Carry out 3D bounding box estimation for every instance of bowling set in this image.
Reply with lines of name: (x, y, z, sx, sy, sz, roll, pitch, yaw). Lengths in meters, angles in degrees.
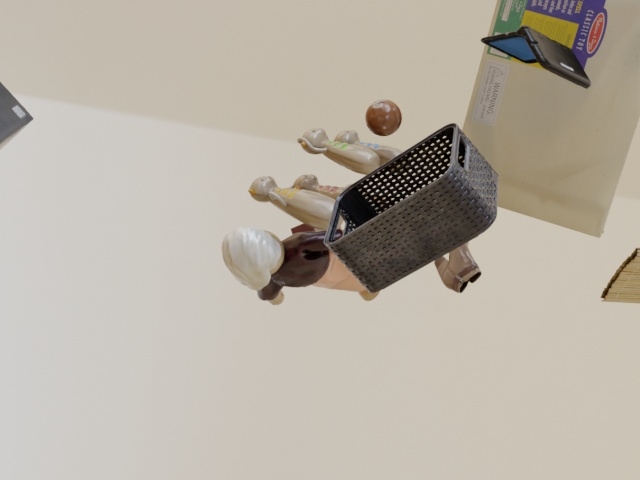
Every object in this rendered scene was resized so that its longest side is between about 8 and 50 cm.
bowling set: (0.041, -0.125, 1.551, 0.287, 0.154, 0.200, 2, 108, -60)

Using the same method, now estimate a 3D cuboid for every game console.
game console: (0.299, -0.246, 1.435, 0.071, 0.122, 0.107, -42, -126, 32)

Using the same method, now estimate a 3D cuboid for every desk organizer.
desk organizer: (0.000, 0.000, 1.802, 0.130, 0.047, 0.050, 10, 60, -65)

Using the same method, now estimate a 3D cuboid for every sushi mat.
sushi mat: (0.692, 0.077, 1.923, 0.151, 0.316, 0.019, 109, -19, -49)

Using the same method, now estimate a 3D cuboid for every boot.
boot: (0.257, 0.034, 1.848, 0.118, 0.042, 0.087, -55, -132, 14)

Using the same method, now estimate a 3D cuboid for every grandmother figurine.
grandmother figurine: (-0.020, 0.034, 1.591, 0.208, 0.342, 0.104, -47, -123, 24)

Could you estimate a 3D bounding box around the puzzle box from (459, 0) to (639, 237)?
puzzle box: (0.387, -0.235, 1.679, 0.052, 0.272, 0.409, -33, 139, -64)

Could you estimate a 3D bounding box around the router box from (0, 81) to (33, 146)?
router box: (-0.516, -0.061, 1.262, 0.243, 0.081, 0.309, -35, -166, 26)

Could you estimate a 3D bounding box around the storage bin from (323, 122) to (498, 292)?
storage bin: (0.103, -0.036, 1.168, 0.180, 0.084, 0.122, -31, -157, 27)
